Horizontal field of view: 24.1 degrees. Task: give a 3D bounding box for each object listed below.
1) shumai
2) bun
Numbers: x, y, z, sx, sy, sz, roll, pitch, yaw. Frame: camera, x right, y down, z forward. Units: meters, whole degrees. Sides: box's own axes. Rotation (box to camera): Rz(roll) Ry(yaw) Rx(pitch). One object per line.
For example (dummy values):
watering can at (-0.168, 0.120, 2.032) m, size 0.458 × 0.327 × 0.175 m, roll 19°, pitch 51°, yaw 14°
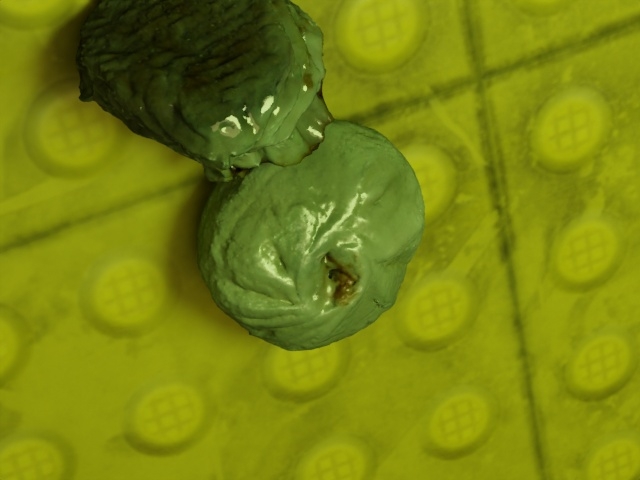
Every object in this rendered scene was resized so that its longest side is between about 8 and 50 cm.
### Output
shumai at (-0.084, -0.115, 1.117) m, size 0.184 × 0.184 × 0.142 m, roll -25°, pitch 143°, yaw -9°
bun at (0.000, 0.000, 1.204) m, size 0.195 × 0.118 × 0.195 m, roll -8°, pitch 115°, yaw -19°
